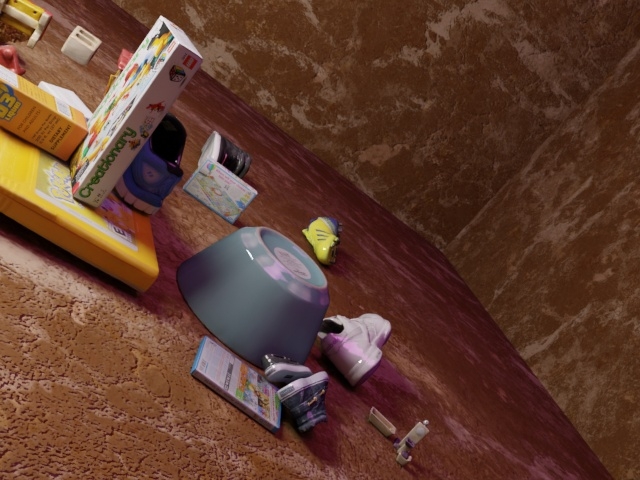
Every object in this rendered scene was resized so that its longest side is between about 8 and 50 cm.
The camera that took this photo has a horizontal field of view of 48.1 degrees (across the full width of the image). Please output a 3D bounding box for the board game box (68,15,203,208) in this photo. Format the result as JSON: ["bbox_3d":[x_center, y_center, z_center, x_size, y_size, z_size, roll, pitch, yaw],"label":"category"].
[{"bbox_3d":[-0.322,-0.222,1.216,0.053,0.305,0.193,31,13,-33],"label":"board game box"}]

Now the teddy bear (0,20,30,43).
[{"bbox_3d":[-0.725,-0.537,1.504,0.245,0.338,0.113,14,60,-18],"label":"teddy bear"}]

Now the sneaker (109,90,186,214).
[{"bbox_3d":[-0.325,-0.207,1.400,0.130,0.147,0.330,31,30,-50],"label":"sneaker"}]

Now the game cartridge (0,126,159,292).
[{"bbox_3d":[-0.423,-0.072,1.198,0.323,0.053,0.285,37,11,-31],"label":"game cartridge"}]

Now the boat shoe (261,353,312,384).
[{"bbox_3d":[-0.059,0.228,1.276,0.040,0.049,0.142,58,12,28],"label":"boat shoe"}]

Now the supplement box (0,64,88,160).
[{"bbox_3d":[-0.512,-0.229,1.204,0.233,0.078,0.080,31,17,-37],"label":"supplement box"}]

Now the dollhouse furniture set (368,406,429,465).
[{"bbox_3d":[0.153,0.361,1.403,0.114,0.081,0.091,43,13,7],"label":"dollhouse furniture set"}]

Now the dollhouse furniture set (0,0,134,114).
[{"bbox_3d":[-0.536,-0.357,1.549,0.374,0.201,0.152,29,17,-21],"label":"dollhouse furniture set"}]

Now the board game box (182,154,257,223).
[{"bbox_3d":[-0.249,-0.125,1.785,0.154,0.103,0.026,37,14,-21],"label":"board game box"}]

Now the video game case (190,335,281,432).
[{"bbox_3d":[-0.132,0.231,1.165,0.166,0.015,0.119,38,13,-11],"label":"video game case"}]

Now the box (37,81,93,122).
[{"bbox_3d":[-0.512,-0.233,1.397,0.101,0.102,0.087,46,16,20],"label":"box"}]

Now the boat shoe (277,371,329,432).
[{"bbox_3d":[-0.017,0.282,1.246,0.083,0.065,0.183,62,14,12],"label":"boat shoe"}]

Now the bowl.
[{"bbox_3d":[-0.104,0.089,1.383,0.311,0.163,0.311,38,14,-11],"label":"bowl"}]

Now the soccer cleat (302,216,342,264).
[{"bbox_3d":[0.000,0.001,2.181,0.121,0.093,0.289,10,20,1],"label":"soccer cleat"}]

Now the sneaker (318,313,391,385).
[{"bbox_3d":[0.073,0.206,1.605,0.152,0.114,0.305,42,13,-1],"label":"sneaker"}]

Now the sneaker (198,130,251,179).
[{"bbox_3d":[-0.267,-0.233,2.074,0.147,0.104,0.296,32,11,-15],"label":"sneaker"}]
